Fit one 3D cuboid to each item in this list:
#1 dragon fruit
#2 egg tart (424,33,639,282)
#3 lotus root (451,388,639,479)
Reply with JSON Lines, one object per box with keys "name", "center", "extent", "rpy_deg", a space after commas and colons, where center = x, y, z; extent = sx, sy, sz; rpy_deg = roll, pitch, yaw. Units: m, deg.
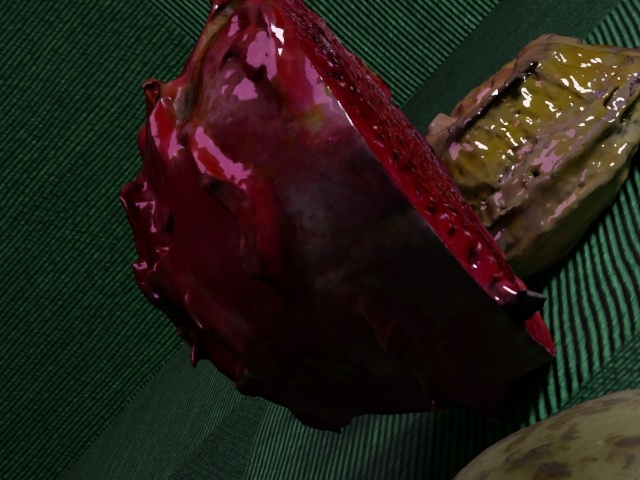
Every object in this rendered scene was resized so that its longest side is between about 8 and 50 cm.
{"name": "dragon fruit", "center": [0.000, 0.000, 1.240], "extent": [0.249, 0.386, 0.371], "rpy_deg": [-36, 42, 10]}
{"name": "egg tart", "center": [0.184, -0.082, 1.522], "extent": [0.352, 0.150, 0.352], "rpy_deg": [-44, 8, 8]}
{"name": "lotus root", "center": [0.130, 0.156, 0.619], "extent": [0.173, 0.173, 0.309], "rpy_deg": [-48, 15, 6]}
